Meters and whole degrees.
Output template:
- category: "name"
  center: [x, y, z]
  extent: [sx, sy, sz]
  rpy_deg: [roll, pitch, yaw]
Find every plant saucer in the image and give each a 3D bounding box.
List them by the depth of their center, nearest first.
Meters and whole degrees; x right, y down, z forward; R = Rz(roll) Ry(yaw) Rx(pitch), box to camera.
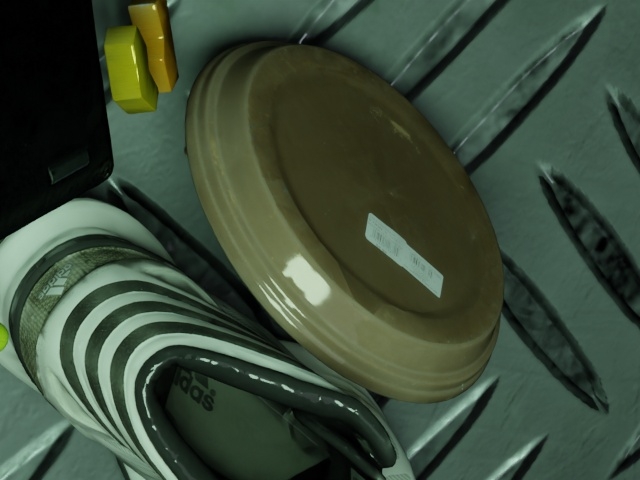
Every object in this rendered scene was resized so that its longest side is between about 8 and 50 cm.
- category: "plant saucer"
  center: [0.028, -0.023, 1.198]
  extent: [0.278, 0.278, 0.041]
  rpy_deg: [28, 130, -35]

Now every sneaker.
- category: "sneaker"
  center: [-0.026, 0.163, 1.195]
  extent: [0.169, 0.257, 0.447]
  rpy_deg: [-50, 135, -1]

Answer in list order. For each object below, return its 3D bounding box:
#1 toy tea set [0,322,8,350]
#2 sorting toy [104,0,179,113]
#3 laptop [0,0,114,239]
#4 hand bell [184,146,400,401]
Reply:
- category: "toy tea set"
  center: [-0.295, 0.066, 0.921]
  extent: [0.200, 0.124, 0.336]
  rpy_deg: [-54, 142, 5]
- category: "sorting toy"
  center: [-0.139, -0.213, 1.059]
  extent: [0.041, 0.229, 0.307]
  rpy_deg: [-4, 114, 8]
- category: "laptop"
  center: [-0.327, -0.163, 0.839]
  extent: [0.382, 0.236, 0.408]
  rpy_deg: [-34, 128, -45]
- category: "hand bell"
  center: [0.000, 0.000, 1.292]
  extent: [0.242, 0.126, 0.126]
  rpy_deg: [36, 87, -22]
